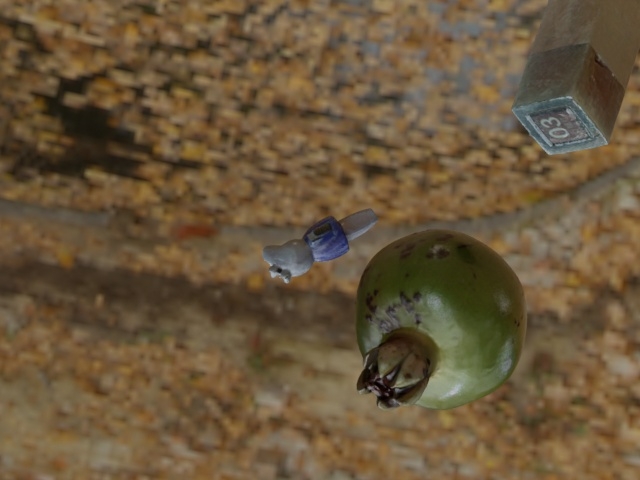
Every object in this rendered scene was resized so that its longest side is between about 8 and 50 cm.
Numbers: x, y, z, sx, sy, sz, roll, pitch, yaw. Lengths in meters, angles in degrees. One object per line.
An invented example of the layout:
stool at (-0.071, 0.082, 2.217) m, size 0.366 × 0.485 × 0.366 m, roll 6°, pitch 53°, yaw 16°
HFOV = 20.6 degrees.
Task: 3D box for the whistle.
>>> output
whistle at (0.000, 0.000, 1.186) m, size 0.083 × 0.033 × 0.029 m, roll -27°, pitch 148°, yaw -13°

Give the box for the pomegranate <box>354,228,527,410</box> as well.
pomegranate at (0.111, 0.098, 1.723) m, size 0.179 × 0.210 × 0.179 m, roll 15°, pitch 150°, yaw 9°

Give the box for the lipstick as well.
lipstick at (0.289, -0.255, 1.782) m, size 0.076 × 0.371 × 0.080 m, roll -10°, pitch 136°, yaw 42°
